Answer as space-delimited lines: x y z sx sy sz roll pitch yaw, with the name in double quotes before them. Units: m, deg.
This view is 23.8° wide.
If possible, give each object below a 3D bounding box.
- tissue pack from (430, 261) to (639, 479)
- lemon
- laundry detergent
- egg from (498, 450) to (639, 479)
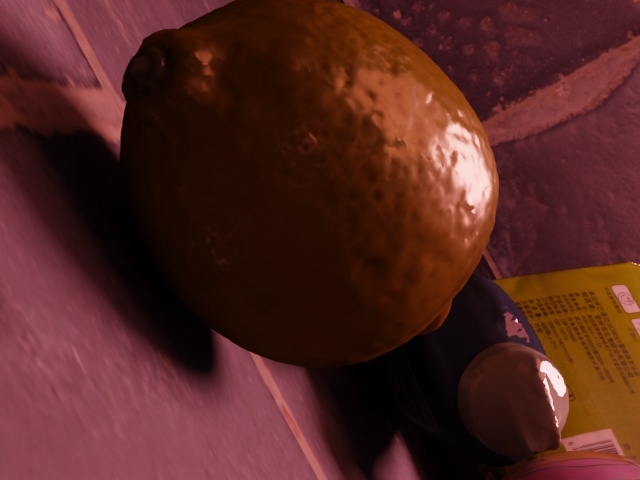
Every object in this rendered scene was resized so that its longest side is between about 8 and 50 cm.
"tissue pack" 0.225 0.177 1.279 0.167 0.200 0.275 108 -32 -45
"lemon" -0.010 -0.035 0.792 0.248 0.184 0.184 43 18 -38
"laundry detergent" 0.105 0.086 1.100 0.290 0.094 0.143 -155 -130 -75
"egg" 0.178 0.230 0.985 0.196 0.196 0.271 57 11 -23
